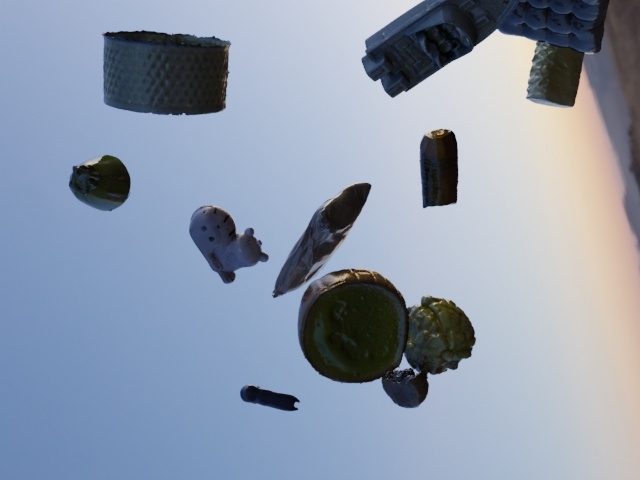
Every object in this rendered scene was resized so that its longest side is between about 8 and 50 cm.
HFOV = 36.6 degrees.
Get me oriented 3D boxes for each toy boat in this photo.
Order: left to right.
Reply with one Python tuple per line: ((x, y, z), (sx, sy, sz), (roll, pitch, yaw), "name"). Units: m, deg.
((0.227, -0.379, 1.736), (0.141, 0.320, 0.092), (33, -147, -46), "toy boat")

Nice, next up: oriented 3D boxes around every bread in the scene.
((0.065, 0.166, 1.861), (0.070, 0.236, 0.236), (-121, 6, -68), "bread")
((0.181, 0.304, 1.999), (0.060, 0.113, 0.082), (-31, -69, -37), "bread")

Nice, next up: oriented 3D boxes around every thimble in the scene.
((-0.328, -0.357, 2.042), (0.271, 0.271, 0.150), (-46, -38, -70), "thimble")

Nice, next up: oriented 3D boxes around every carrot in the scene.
((0.241, -0.140, 1.966), (0.082, 0.082, 0.173), (-71, -23, -62), "carrot")

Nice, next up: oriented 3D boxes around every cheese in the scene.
((0.537, -0.390, 2.200), (0.123, 0.094, 0.167), (11, -89, -32), "cheese")

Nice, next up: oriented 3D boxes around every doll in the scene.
((-0.102, 0.319, 1.958), (0.027, 0.125, 0.037), (154, 131, -76), "doll")

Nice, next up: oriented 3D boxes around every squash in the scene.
((-0.401, -0.099, 1.675), (0.132, 0.105, 0.105), (-13, -94, -76), "squash")

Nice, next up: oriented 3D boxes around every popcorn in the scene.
((0.235, 0.201, 2.020), (0.142, 0.174, 0.173), (-30, -76, -45), "popcorn")

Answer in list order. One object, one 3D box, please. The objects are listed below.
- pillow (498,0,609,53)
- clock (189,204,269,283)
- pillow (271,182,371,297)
((0.457, -0.495, 1.907), (0.326, 0.228, 0.101), (61, -129, -68), "pillow")
((-0.199, -0.006, 2.084), (0.176, 0.117, 0.080), (57, -164, -7), "clock")
((0.000, 0.000, 2.022), (0.067, 0.270, 0.173), (43, -142, 15), "pillow")
